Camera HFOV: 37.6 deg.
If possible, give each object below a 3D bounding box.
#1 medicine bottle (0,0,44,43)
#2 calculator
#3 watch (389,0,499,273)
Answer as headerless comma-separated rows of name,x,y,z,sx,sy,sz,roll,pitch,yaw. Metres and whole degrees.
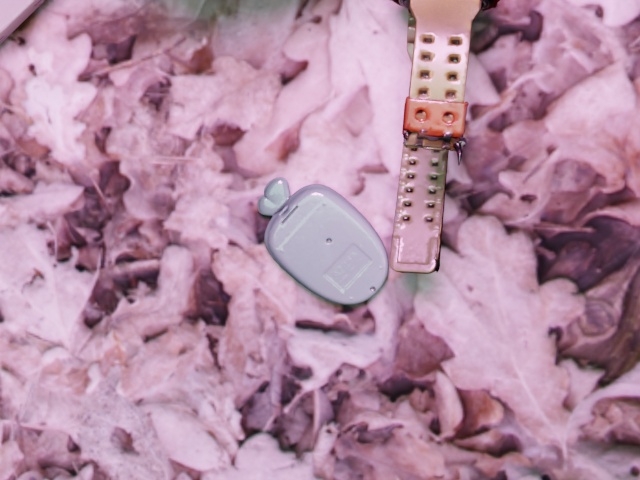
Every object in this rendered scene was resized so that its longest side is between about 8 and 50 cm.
medicine bottle,-0.336,-0.281,0.902,0.201,0.052,0.171,-38,95,13
calculator,0.000,0.000,0.931,0.153,0.021,0.095,42,101,-6
watch,0.097,-0.114,0.816,0.102,0.165,0.268,5,79,5
